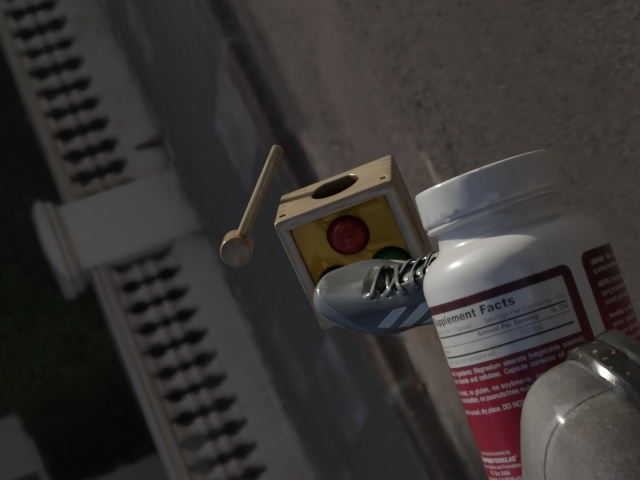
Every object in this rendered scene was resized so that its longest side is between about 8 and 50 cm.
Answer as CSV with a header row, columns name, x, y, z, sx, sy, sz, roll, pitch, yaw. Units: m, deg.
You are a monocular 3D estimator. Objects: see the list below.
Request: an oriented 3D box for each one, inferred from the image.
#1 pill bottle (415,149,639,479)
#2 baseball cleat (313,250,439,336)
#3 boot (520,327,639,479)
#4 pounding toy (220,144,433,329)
name,x,y,z,sx,sy,sz,roll,pitch,yaw
pill bottle,0.097,0.041,0.529,0.086,0.086,0.152,146,106,-75
baseball cleat,0.086,0.023,0.901,0.109,0.205,0.072,72,-155,-46
boot,0.044,0.208,0.368,0.118,0.222,0.338,-129,24,-66
pounding toy,-0.009,-0.006,1.214,0.094,0.206,0.181,-82,-31,-67
